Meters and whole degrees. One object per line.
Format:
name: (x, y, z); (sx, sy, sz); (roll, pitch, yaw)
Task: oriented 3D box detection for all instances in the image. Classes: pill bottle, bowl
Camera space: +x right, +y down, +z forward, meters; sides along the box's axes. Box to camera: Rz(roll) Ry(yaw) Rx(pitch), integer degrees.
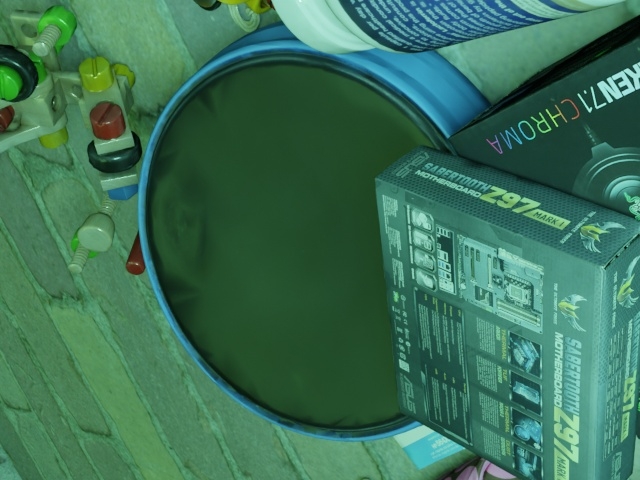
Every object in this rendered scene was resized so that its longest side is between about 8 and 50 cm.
pill bottle: (0.087, -0.208, 0.711); (0.264, 0.153, 0.153); (-4, 116, 52)
bowl: (0.000, 0.000, 0.950); (0.391, 0.077, 0.391); (11, 112, 27)

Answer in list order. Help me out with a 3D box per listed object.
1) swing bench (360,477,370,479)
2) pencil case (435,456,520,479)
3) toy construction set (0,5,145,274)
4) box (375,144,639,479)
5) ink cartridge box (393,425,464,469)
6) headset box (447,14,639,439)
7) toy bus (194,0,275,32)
swing bench: (-0.025, 0.461, 1.355); (0.165, 0.253, 0.254); (51, 147, 4)
pencil case: (0.161, 0.293, 1.132); (0.098, 0.095, 0.209); (37, 148, -3)
toy construction set: (-0.283, -0.137, 1.240); (0.257, 0.237, 0.309); (-18, 126, 25)
box: (0.133, 0.065, 0.752); (0.183, 0.059, 0.233); (25, 138, 39)
ink cartridge box: (0.102, 0.135, 1.054); (0.143, 0.092, 0.090); (52, 146, 3)
headset box: (0.264, -0.014, 0.689); (0.283, 0.131, 0.246); (57, 147, -6)
toy bus: (-0.076, -0.255, 0.911); (0.191, 0.104, 0.202); (12, 128, 45)
